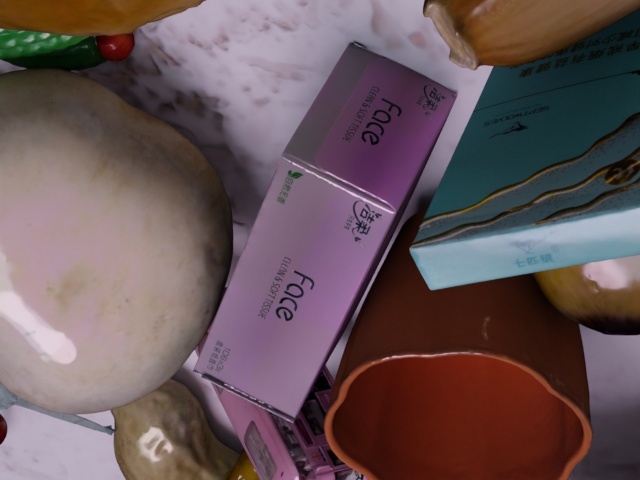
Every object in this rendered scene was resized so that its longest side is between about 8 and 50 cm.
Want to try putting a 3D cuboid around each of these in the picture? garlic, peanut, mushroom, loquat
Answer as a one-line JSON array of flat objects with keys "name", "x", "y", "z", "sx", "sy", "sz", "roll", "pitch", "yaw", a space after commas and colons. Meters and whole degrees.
[{"name": "garlic", "x": 0.163, "y": -0.193, "z": 1.201, "sx": 0.207, "sy": 0.128, "sz": 0.115, "roll": -28, "pitch": 73, "yaw": 33}, {"name": "peanut", "x": -0.115, "y": 0.204, "z": 1.693, "sx": 0.098, "sy": 0.090, "sz": 0.214, "roll": -10, "pitch": 125, "yaw": 37}, {"name": "mushroom", "x": -0.195, "y": -0.004, "z": 1.471, "sx": 0.254, "sy": 0.234, "sz": 0.260, "roll": -4, "pitch": 102, "yaw": -9}, {"name": "loquat", "x": 0.210, "y": -0.007, "z": 1.323, "sx": 0.163, "sy": 0.137, "sz": 0.163, "roll": 25, "pitch": 137, "yaw": 26}]

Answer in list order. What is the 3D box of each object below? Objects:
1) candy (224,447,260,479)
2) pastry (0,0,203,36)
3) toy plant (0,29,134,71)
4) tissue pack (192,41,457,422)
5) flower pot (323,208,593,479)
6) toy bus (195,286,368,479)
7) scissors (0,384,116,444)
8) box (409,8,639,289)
[{"name": "candy", "x": 0.030, "y": 0.259, "z": 1.595, "sx": 0.260, "sy": 0.118, "sz": 0.260, "roll": 3, "pitch": 97, "yaw": 26}, {"name": "pastry", "x": -0.161, "y": -0.315, "z": 1.138, "sx": 0.409, "sy": 0.245, "sz": 0.409, "roll": 11, "pitch": 130, "yaw": 13}, {"name": "toy plant", "x": -0.211, "y": -0.173, "z": 1.408, "sx": 0.240, "sy": 0.088, "sz": 0.154, "roll": 9, "pitch": 151, "yaw": 0}, {"name": "tissue pack", "x": 0.000, "y": 0.000, "z": 1.417, "sx": 0.092, "sy": 0.148, "sz": 0.246, "roll": 27, "pitch": 135, "yaw": 2}, {"name": "flower pot", "x": 0.106, "y": 0.074, "z": 1.403, "sx": 0.190, "sy": 0.173, "sz": 0.190, "roll": 6, "pitch": 140, "yaw": 5}, {"name": "toy bus", "x": -0.029, "y": 0.121, "z": 1.511, "sx": 0.203, "sy": 0.090, "sz": 0.063, "roll": 59, "pitch": 145, "yaw": 32}, {"name": "scissors", "x": -0.278, "y": 0.135, "z": 1.714, "sx": 0.248, "sy": 0.017, "sz": 0.144, "roll": -3, "pitch": 130, "yaw": 46}, {"name": "box", "x": 0.162, "y": -0.065, "z": 1.226, "sx": 0.162, "sy": 0.229, "sz": 0.041, "roll": -12, "pitch": 124, "yaw": 32}]
